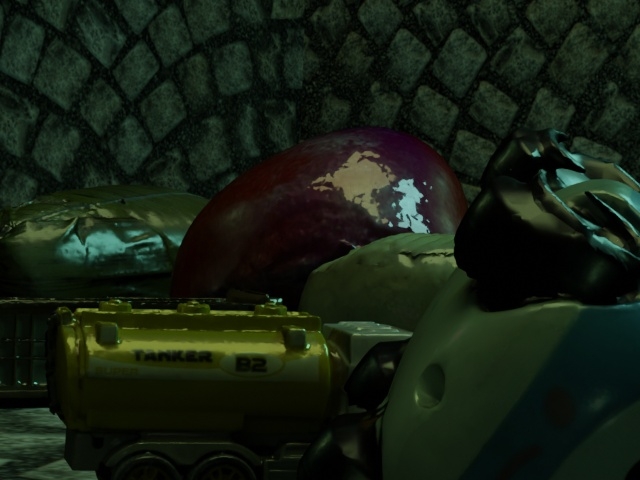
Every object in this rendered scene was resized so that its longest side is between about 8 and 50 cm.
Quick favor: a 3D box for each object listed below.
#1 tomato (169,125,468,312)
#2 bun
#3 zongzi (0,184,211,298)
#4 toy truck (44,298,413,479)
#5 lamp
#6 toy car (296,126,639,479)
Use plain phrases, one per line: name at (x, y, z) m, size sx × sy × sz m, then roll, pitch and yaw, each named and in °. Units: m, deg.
tomato at (0.000, -0.005, 1.723) m, size 0.289 × 0.176 × 0.335 m, roll -6°, pitch -15°, yaw -1°
bun at (0.099, 0.065, 1.461) m, size 0.239 × 0.141 × 0.239 m, roll -4°, pitch -7°, yaw -1°
zongzi at (-0.145, 0.042, 1.994) m, size 0.360 × 0.160 × 0.323 m, roll 14°, pitch 15°, yaw 26°
toy truck at (-0.036, 0.090, 1.043) m, size 0.226 × 0.114 × 0.098 m, roll 2°, pitch 2°, yaw -13°
lamp at (-0.195, 0.081, 1.487) m, size 0.325 × 0.090 × 0.089 m, roll 2°, pitch 2°, yaw -24°
toy car at (0.118, 0.072, 0.895) m, size 0.190 × 0.188 × 0.255 m, roll 35°, pitch 15°, yaw 3°
